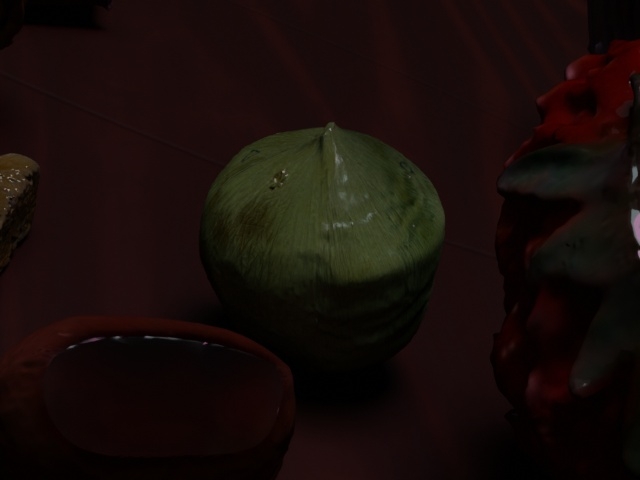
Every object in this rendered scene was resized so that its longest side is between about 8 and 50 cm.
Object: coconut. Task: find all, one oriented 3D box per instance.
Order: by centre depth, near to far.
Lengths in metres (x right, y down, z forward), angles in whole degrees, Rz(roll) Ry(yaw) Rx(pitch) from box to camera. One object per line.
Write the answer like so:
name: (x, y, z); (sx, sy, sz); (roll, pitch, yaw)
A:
coconut: (0.000, 0.000, 0.597); (0.088, 0.096, 0.088); (0, 37, 0)

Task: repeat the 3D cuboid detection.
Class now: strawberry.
strawberry: (0.134, 0.043, 0.573); (0.236, 0.111, 0.190); (20, 43, -47)

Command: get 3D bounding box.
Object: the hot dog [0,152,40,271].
hot dog: (-0.127, -0.006, 0.615); (0.034, 0.030, 0.090); (13, 24, 1)

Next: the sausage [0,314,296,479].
sausage: (-0.052, 0.053, 0.500); (0.094, 0.059, 0.054); (5, -17, -20)

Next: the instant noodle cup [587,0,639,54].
instant noodle cup: (0.239, -0.109, 0.810); (0.181, 0.302, 0.258); (-8, 73, -15)

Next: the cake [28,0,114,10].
cake: (-0.241, -0.179, 0.848); (0.295, 0.113, 0.116); (-2, 26, -19)

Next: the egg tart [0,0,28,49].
egg tart: (-0.218, -0.133, 0.697); (0.212, 0.212, 0.090); (20, 65, 12)
